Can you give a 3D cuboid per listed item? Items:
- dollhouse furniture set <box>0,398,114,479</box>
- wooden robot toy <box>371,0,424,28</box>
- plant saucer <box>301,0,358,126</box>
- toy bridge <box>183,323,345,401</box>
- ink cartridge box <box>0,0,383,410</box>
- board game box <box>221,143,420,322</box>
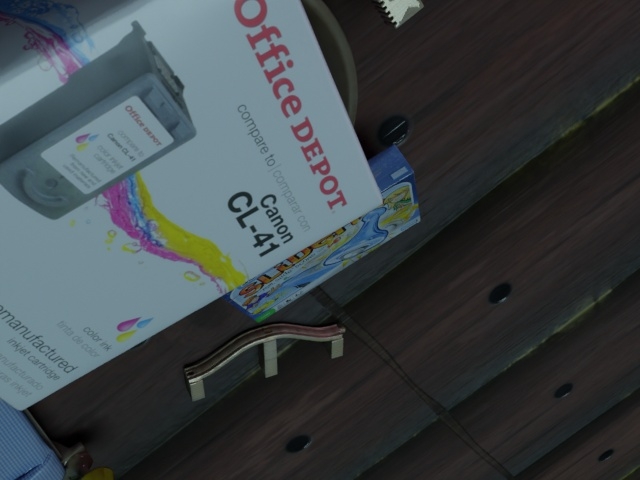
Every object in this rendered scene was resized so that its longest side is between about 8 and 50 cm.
[{"bbox_3d":[-0.329,0.246,0.593,0.303,0.198,0.286,-33,136,-25],"label":"dollhouse furniture set"},{"bbox_3d":[0.000,-0.213,0.509,0.079,0.076,0.173,-39,134,5],"label":"wooden robot toy"},{"bbox_3d":[-0.102,-0.097,0.578,0.278,0.041,0.277,-15,133,-17],"label":"plant saucer"},{"bbox_3d":[-0.059,0.124,0.795,0.188,0.026,0.063,-14,131,-18],"label":"toy bridge"},{"bbox_3d":[-0.141,-0.054,0.476,0.306,0.131,0.226,-29,134,-1],"label":"ink cartridge box"},{"bbox_3d":[0.000,0.000,0.680,0.201,0.035,0.136,-33,160,0],"label":"board game box"}]
